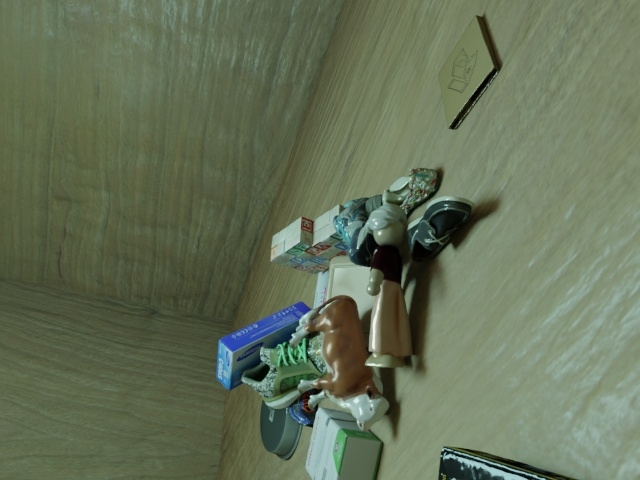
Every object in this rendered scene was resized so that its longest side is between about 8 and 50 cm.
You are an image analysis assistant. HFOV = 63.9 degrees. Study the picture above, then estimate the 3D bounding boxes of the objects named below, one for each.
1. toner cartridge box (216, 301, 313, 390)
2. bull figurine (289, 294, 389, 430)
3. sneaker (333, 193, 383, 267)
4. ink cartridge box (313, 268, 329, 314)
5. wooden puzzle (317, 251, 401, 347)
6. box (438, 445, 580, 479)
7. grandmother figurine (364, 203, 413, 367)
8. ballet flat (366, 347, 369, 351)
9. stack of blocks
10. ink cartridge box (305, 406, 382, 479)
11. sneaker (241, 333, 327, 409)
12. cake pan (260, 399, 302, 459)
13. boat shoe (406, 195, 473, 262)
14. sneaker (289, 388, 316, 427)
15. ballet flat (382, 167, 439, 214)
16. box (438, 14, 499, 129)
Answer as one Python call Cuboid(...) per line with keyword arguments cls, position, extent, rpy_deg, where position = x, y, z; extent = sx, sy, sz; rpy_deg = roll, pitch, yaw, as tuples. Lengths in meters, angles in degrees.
Cuboid(cls="toner cartridge box", position=(-0.174, 0.338, 1.683), extent=(0.075, 0.348, 0.165), rpy_deg=(32, 127, 34))
Cuboid(cls="bull figurine", position=(0.041, 0.279, 1.153), extent=(0.101, 0.189, 0.310), rpy_deg=(51, -155, -57))
Cuboid(cls="sneaker", position=(0.089, -0.020, 1.269), extent=(0.283, 0.122, 0.110), rpy_deg=(-65, -30, -60))
Cuboid(cls="ink cartridge box", position=(0.018, 0.129, 1.703), extent=(0.239, 0.060, 0.275), rpy_deg=(142, 139, -65))
Cuboid(cls="wooden puzzle", position=(0.099, 0.146, 1.275), extent=(0.221, 0.044, 0.238), rpy_deg=(-6, 66, 43))
Cuboid(cls="box", position=(0.225, 0.415, 0.550), extent=(0.257, 0.079, 0.321), rpy_deg=(-17, 60, 62))
Cuboid(cls="grandmother figurine", position=(0.145, 0.091, 1.093), extent=(0.208, 0.104, 0.342), rpy_deg=(49, -138, -77))
Cuboid(cls="ballet flat", position=(0.088, 0.215, 1.344), extent=(0.203, 0.074, 0.074), rpy_deg=(-100, 27, -43))
Cuboid(cls="stack of blocks", position=(0.000, 0.000, 1.515), extent=(0.297, 0.171, 0.087), rpy_deg=(-30, 48, 49))
Cuboid(cls="ink cartridge box", position=(0.047, 0.499, 1.187), extent=(0.219, 0.093, 0.160), rpy_deg=(176, 107, -75))
Cuboid(cls="sneaker", position=(-0.086, 0.359, 1.514), extent=(0.410, 0.182, 0.158), rpy_deg=(-44, 31, 26))
Cuboid(cls="cake pan", position=(-0.143, 0.606, 1.792), extent=(0.293, 0.054, 0.293), rpy_deg=(-41, 43, 54))
Cuboid(cls="boat shoe", position=(0.230, -0.019, 0.996), extent=(0.233, 0.084, 0.079), rpy_deg=(120, 162, -68))
Cuboid(cls="sneaker", position=(-0.048, 0.487, 1.592), extent=(0.087, 0.083, 0.221), rpy_deg=(-62, 22, 19))
Cuboid(cls="ballet flat", position=(0.194, -0.109, 1.222), extent=(0.241, 0.077, 0.091), rpy_deg=(129, 151, -60))
Cuboid(cls="box", position=(0.314, -0.364, 1.111), extent=(0.164, 0.021, 0.201), rpy_deg=(121, 158, -48))
